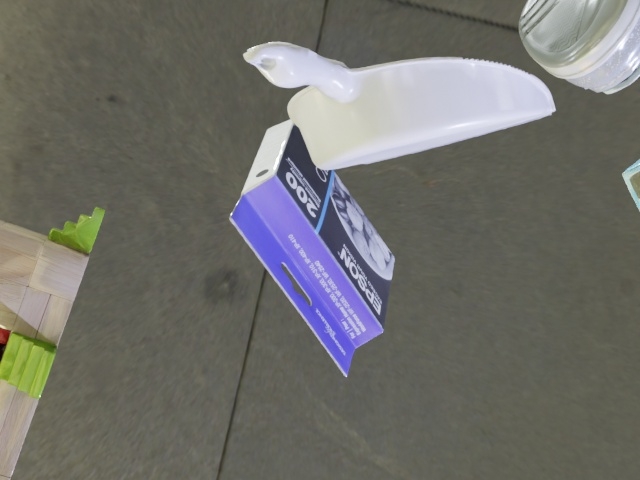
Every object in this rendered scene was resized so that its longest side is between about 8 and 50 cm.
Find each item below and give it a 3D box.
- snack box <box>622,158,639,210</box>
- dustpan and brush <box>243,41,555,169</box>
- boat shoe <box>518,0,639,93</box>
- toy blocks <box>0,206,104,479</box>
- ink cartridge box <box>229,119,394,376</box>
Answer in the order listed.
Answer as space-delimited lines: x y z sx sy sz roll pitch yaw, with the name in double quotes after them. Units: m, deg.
0.399 0.057 1.061 0.060 0.187 0.322 -27 89 23 "snack box"
0.025 -0.077 0.598 0.147 0.211 0.060 -13 91 31 "dustpan and brush"
0.223 -0.187 0.807 0.103 0.320 0.118 36 118 -8 "boat shoe"
-0.410 0.107 1.125 0.260 0.191 0.381 19 90 -12 "toy blocks"
0.000 0.000 1.111 0.045 0.208 0.206 -27 112 22 "ink cartridge box"
